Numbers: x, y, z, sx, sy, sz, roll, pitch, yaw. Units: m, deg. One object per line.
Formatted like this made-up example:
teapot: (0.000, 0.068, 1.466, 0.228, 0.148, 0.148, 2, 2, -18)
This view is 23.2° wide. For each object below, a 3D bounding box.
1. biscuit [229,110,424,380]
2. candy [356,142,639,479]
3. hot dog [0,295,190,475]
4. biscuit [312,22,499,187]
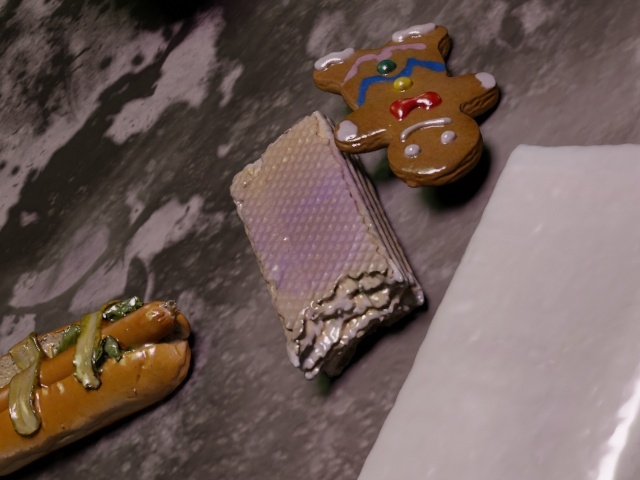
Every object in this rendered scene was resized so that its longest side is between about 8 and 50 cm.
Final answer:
biscuit: (0.000, 0.000, 1.228, 0.108, 0.062, 0.239, -38, 38, 13)
candy: (0.155, 0.116, 0.917, 0.208, 0.145, 0.359, 7, 61, 45)
hot dog: (-0.214, 0.118, 1.313, 0.269, 0.072, 0.109, -29, 44, 23)
biscuit: (0.073, -0.111, 1.244, 0.138, 0.031, 0.205, -17, 40, -2)
